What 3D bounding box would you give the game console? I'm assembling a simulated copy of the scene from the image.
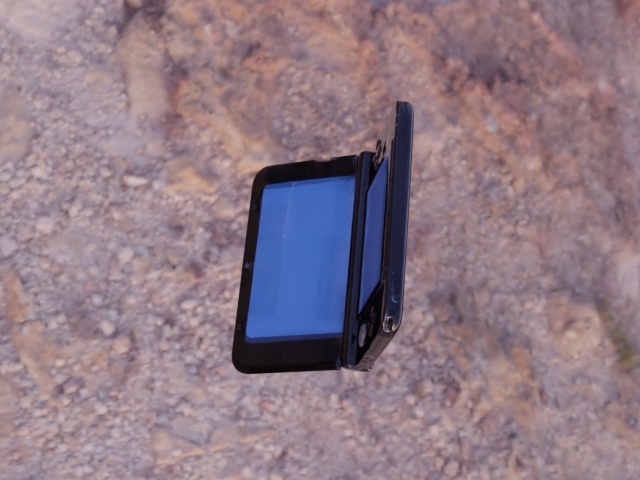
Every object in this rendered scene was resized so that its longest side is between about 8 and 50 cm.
[{"bbox_3d":[0.000,0.000,0.565,0.071,0.107,0.122,8,67,-7],"label":"game console"}]
